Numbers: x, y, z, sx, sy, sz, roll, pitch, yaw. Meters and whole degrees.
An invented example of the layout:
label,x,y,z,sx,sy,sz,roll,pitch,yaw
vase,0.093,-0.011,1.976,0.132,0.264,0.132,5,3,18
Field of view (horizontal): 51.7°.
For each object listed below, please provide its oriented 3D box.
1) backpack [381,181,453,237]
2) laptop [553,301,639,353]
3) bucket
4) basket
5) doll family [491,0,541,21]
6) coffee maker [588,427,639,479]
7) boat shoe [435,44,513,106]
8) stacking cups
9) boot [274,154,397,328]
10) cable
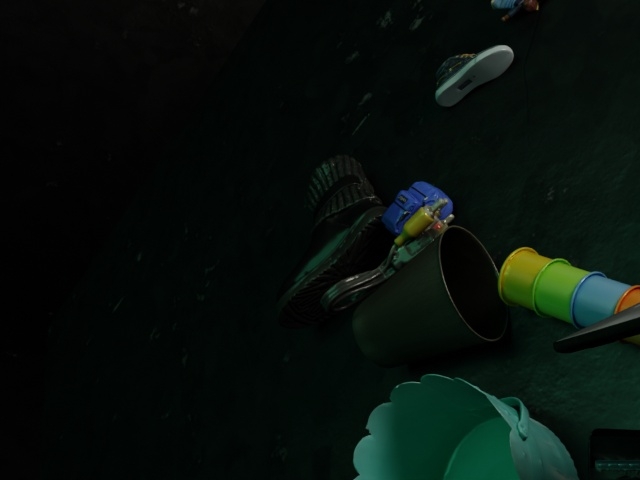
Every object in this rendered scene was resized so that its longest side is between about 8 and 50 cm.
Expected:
label,x,y,z,sx,sy,sz,roll,pitch,yaw
backpack,0.186,-0.051,1.250,0.120,0.101,0.098,-52,40,7
laptop,0.431,-0.101,0.601,0.382,0.408,0.236,-40,69,56
bucket,0.195,0.330,0.891,0.281,0.183,0.281,-33,43,37
basket,0.173,0.114,1.110,0.227,0.154,0.204,-36,45,40
doll family,0.416,-0.502,1.278,0.193,0.076,0.111,-61,37,12
coffee maker,0.407,0.252,0.737,0.178,0.120,0.171,-18,29,46
boat shoe,0.301,-0.352,1.331,0.183,0.065,0.083,-31,46,41
stacking cups,0.391,0.094,0.889,0.316,0.096,0.096,24,87,52
boot,0.003,0.001,1.429,0.348,0.131,0.260,-44,43,8
cable,0.126,0.035,1.188,0.287,0.139,0.072,-35,62,11
